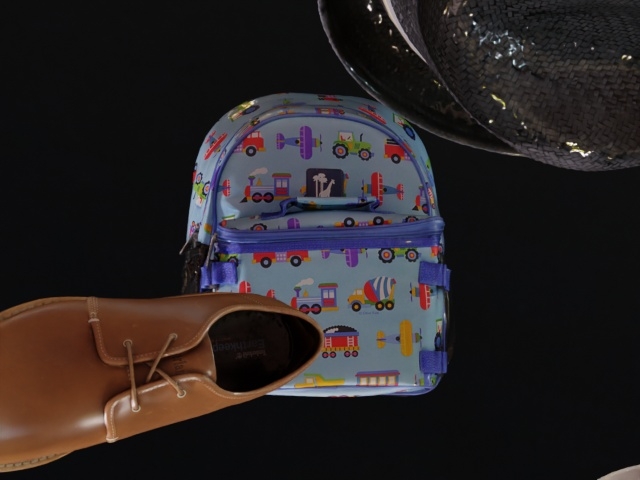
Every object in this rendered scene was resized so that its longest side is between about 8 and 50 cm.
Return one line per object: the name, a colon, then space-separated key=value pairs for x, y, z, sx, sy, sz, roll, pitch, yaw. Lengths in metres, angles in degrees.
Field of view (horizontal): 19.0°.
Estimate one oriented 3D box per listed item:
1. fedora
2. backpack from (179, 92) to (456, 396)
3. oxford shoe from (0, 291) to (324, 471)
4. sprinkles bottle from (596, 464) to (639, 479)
fedora: x=0.168 y=-0.136 z=1.162 sx=0.334 sy=0.334 sz=0.152 roll=-6 pitch=-140 yaw=-3
backpack: x=0.000 y=0.000 z=1.084 sx=0.158 sy=0.117 sz=0.173 roll=3 pitch=-92 yaw=-6
oxford shoe: x=-0.092 y=0.058 z=0.896 sx=0.212 sy=0.076 sz=0.076 roll=-14 pitch=-176 yaw=-35
sprinkles bottle: x=0.225 y=0.299 z=1.122 sx=0.121 sy=0.121 sz=0.355 roll=-5 pitch=-138 yaw=-2
